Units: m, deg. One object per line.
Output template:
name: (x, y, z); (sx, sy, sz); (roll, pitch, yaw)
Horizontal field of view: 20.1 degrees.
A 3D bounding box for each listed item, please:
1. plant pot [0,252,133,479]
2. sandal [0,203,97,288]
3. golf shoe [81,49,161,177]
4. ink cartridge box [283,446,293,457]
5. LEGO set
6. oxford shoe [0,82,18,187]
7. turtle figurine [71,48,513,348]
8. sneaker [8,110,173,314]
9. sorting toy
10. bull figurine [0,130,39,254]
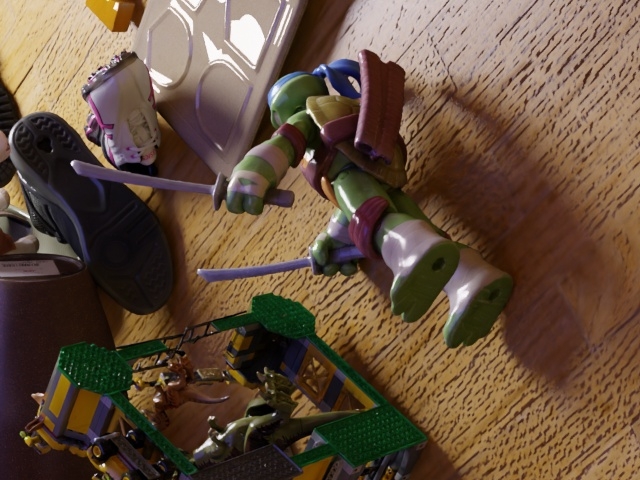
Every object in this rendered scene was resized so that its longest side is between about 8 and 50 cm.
plant pot: (-0.277, 0.135, 1.725); (0.215, 0.215, 0.230); (17, 110, 49)
sandal: (-0.354, 0.010, 1.910); (0.303, 0.086, 0.120); (7, 87, 42)
golf shoe: (-0.177, -0.116, 1.708); (0.086, 0.067, 0.186); (49, 165, 11)
ink cartridge box: (-0.065, 0.218, 1.637); (0.115, 0.029, 0.063); (-44, 58, 42)
LEGO set: (-0.088, 0.198, 1.471); (0.255, 0.331, 0.192); (36, 121, 21)
oxford shoe: (-0.391, -0.140, 2.009); (0.227, 0.083, 0.096); (65, 154, 27)
turtle figurine: (0.000, 0.000, 1.435); (0.266, 0.275, 0.198); (42, 156, 37)
sneaker: (-0.223, -0.017, 1.794); (0.227, 0.087, 0.130); (49, 166, 9)
sorting toy: (-0.119, -0.217, 1.701); (0.307, 0.041, 0.229); (46, 128, 40)
bull figurine: (-0.366, 0.027, 1.769); (0.101, 0.188, 0.310); (28, 100, 24)
